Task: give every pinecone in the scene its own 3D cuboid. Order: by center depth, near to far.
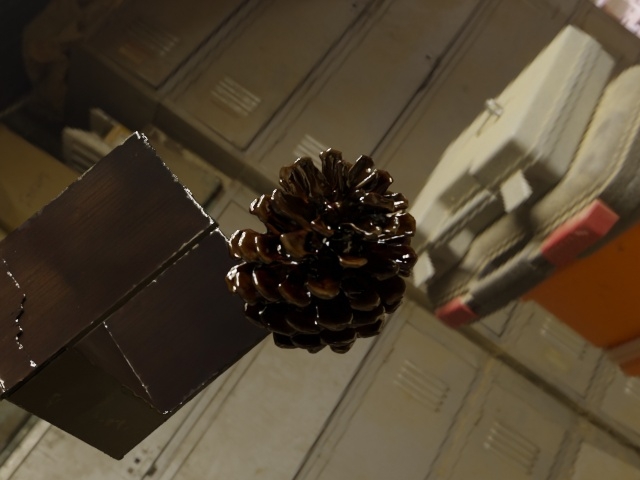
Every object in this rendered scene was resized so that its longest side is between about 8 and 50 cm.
[{"bbox_3d":[0.007,0.000,0.695,0.163,0.163,0.165,-55,-7,-42],"label":"pinecone"}]

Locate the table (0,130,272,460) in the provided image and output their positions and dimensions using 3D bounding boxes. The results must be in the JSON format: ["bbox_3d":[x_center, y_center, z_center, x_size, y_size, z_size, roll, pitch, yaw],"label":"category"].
[{"bbox_3d":[-0.230,0.069,0.975,0.282,0.196,0.250,-40,-35,-5],"label":"table"}]
